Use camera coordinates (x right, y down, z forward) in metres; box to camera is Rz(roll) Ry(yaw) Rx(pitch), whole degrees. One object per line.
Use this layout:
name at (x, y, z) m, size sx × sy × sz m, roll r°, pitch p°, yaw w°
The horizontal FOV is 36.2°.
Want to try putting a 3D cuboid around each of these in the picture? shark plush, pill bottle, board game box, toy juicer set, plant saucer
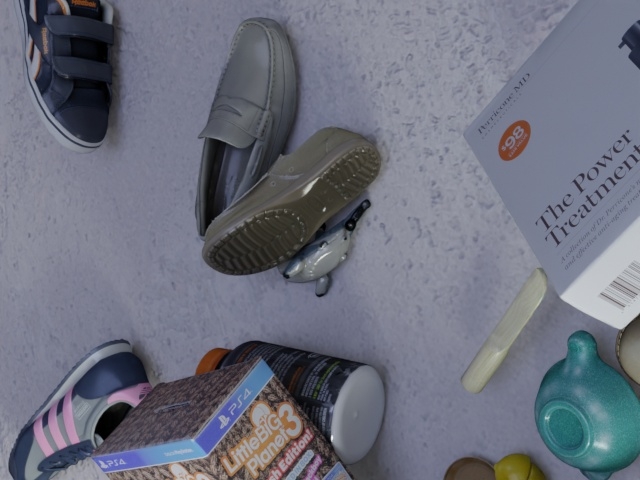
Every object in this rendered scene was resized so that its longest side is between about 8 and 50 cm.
shark plush at (0.000, 0.000, 1.304) m, size 0.161 × 0.073 × 0.067 m, roll -55°, pitch 33°, yaw 26°
pill bottle at (-0.049, 0.204, 1.289) m, size 0.245 × 0.130 × 0.130 m, roll 9°, pitch 95°, yaw 33°
board game box at (-0.096, 0.313, 1.210) m, size 0.232 × 0.141 × 0.291 m, roll -22°, pitch 110°, yaw 46°
toy juicer set at (0.274, 0.211, 1.114) m, size 0.209 × 0.089 × 0.329 m, roll -40°, pitch 72°, yaw 46°
plant saucer at (0.190, 0.305, 1.200) m, size 0.083 × 0.015 × 0.083 m, roll 0°, pitch 90°, yaw 33°

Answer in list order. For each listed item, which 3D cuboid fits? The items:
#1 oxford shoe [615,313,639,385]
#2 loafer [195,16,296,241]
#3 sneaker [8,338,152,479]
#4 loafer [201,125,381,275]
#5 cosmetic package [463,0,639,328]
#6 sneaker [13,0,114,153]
oxford shoe at (0.468, 0.143, 0.938) m, size 0.397 × 0.146 × 0.141 m, roll 12°, pitch 99°, yaw 34°
loafer at (-0.108, -0.147, 1.337) m, size 0.112 × 0.111 × 0.320 m, roll 9°, pitch 95°, yaw 33°
sneaker at (-0.370, 0.302, 1.511) m, size 0.319 × 0.112 × 0.131 m, roll -51°, pitch 62°, yaw 24°
loafer at (-0.043, -0.054, 1.291) m, size 0.268 × 0.102 × 0.092 m, roll -34°, pitch 41°, yaw 5°
cosmetic package at (0.326, -0.148, 0.922) m, size 0.377 × 0.097 × 0.284 m, roll -50°, pitch 31°, yaw 23°
sneaker at (-0.386, -0.299, 1.511) m, size 0.127 × 0.126 × 0.321 m, roll -30°, pitch 72°, yaw 35°
